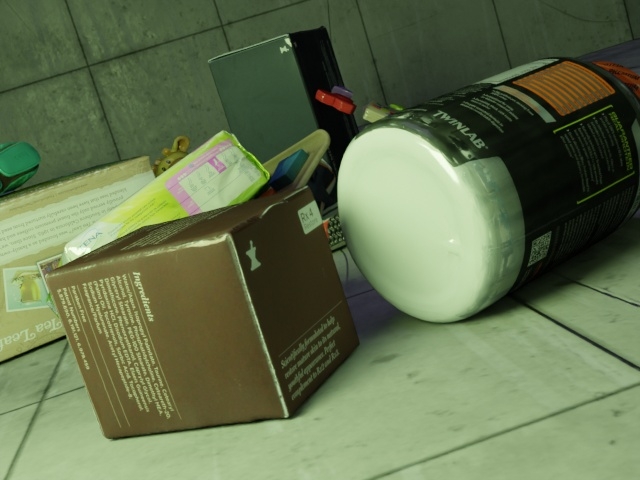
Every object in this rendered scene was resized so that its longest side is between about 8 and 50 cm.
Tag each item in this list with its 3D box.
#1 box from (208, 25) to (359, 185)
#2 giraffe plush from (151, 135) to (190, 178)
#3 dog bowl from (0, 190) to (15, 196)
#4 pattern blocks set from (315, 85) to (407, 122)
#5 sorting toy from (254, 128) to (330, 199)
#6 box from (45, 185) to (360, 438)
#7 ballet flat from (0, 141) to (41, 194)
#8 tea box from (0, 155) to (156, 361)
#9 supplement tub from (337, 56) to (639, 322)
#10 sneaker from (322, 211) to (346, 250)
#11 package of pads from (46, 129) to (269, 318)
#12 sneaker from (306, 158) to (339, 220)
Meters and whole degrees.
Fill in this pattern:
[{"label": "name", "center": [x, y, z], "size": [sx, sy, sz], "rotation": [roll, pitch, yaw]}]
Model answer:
[{"label": "box", "center": [-0.053, -0.247, 2.001], "size": [0.179, 0.343, 0.312], "rotation": [-15, 10, 16]}, {"label": "giraffe plush", "center": [-0.259, -0.121, 1.995], "size": [0.210, 0.170, 0.181], "rotation": [-11, 45, 55]}, {"label": "dog bowl", "center": [-0.737, -0.004, 2.062], "size": [0.265, 0.264, 0.104], "rotation": [-12, 9, 27]}, {"label": "pattern blocks set", "center": [0.164, -0.231, 1.935], "size": [0.325, 0.026, 0.285], "rotation": [26, 18, 10]}, {"label": "sorting toy", "center": [-0.121, -0.046, 1.538], "size": [0.307, 0.041, 0.229], "rotation": [-26, 32, 48]}, {"label": "box", "center": [-0.104, 0.065, 0.895], "size": [0.203, 0.166, 0.168], "rotation": [-12, 11, 28]}, {"label": "ballet flat", "center": [-0.515, -0.089, 1.470], "size": [0.087, 0.083, 0.247], "rotation": [-40, 2, 20]}, {"label": "tea box", "center": [-0.429, 0.022, 1.530], "size": [0.329, 0.219, 0.324], "rotation": [-22, 12, -26]}, {"label": "supplement tub", "center": [0.199, -0.067, 0.997], "size": [0.338, 0.207, 0.207], "rotation": [-24, 12, -36]}, {"label": "sneaker", "center": [0.000, 0.000, 1.451], "size": [0.161, 0.057, 0.075], "rotation": [-23, -14, 0]}, {"label": "package of pads", "center": [-0.219, -0.004, 1.314], "size": [0.296, 0.101, 0.229], "rotation": [-41, -2, -28]}, {"label": "sneaker", "center": [-0.050, -0.061, 1.629], "size": [0.126, 0.127, 0.321], "rotation": [-13, 12, 16]}]
